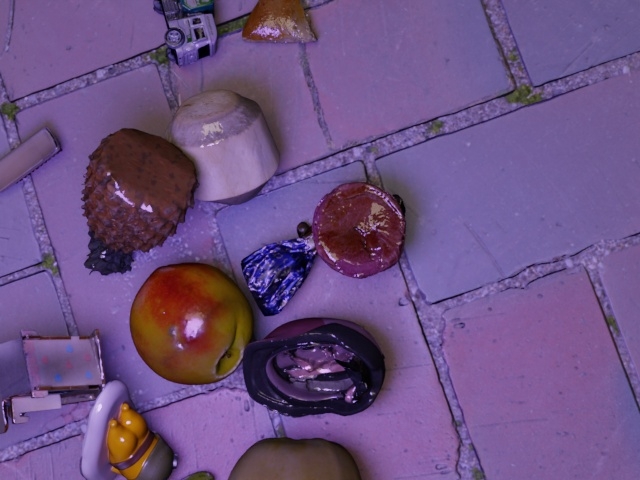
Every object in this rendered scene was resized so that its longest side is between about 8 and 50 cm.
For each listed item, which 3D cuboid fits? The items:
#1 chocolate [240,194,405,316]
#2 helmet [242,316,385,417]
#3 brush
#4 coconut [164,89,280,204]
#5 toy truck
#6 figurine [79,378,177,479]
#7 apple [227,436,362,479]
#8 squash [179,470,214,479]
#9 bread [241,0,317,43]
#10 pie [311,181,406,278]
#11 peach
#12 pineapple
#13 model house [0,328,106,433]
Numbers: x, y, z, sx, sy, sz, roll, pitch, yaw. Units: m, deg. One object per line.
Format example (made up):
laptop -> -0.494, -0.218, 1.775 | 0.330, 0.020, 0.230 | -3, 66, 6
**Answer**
chocolate -> 0.005, 0.000, 1.758 | 0.343, 0.126, 0.148 | -33, 42, -2
helmet -> -0.002, 0.221, 1.716 | 0.253, 0.154, 0.198 | 10, 123, 15
brush -> -0.657, -0.118, 1.867 | 0.321, 0.050, 0.060 | -33, 85, 9
coconut -> -0.183, -0.166, 1.753 | 0.202, 0.202, 0.222 | -16, 122, 4
toy truck -> -0.278, -0.481, 1.835 | 0.124, 0.114, 0.253 | -16, 83, -8
figurine -> -0.341, 0.380, 1.696 | 0.141, 0.250, 0.166 | 20, 47, 13
apple -> -0.044, 0.471, 1.643 | 0.262, 0.262, 0.262 | -1, 84, 5
squash -> -0.284, 0.495, 1.763 | 0.183, 0.052, 0.052 | -31, 82, 3
bread -> -0.076, -0.461, 1.842 | 0.154, 0.054, 0.136 | 5, 82, 3
pie -> 0.070, -0.019, 1.691 | 0.182, 0.049, 0.182 | 2, 77, -7
peach -> -0.240, 0.152, 1.712 | 0.231, 0.231, 0.231 | -1, 84, 5
pineapple -> -0.358, -0.040, 1.694 | 0.202, 0.362, 0.202 | 15, 51, -19
model house -> -0.529, 0.265, 1.739 | 0.326, 0.244, 0.169 | -18, 80, 37
